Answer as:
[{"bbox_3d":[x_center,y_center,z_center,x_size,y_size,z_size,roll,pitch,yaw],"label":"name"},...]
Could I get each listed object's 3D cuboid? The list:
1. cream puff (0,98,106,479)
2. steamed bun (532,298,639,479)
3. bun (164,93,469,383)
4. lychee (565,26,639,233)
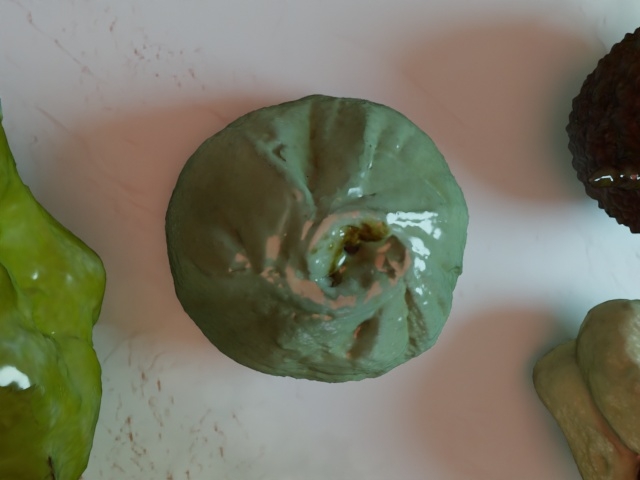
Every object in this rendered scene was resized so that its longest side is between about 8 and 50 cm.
[{"bbox_3d":[-0.296,0.042,0.327,0.378,0.275,0.378,-20,132,-23],"label":"cream puff"},{"bbox_3d":[0.235,0.116,0.493,0.155,0.172,0.141,39,47,12],"label":"steamed bun"},{"bbox_3d":[0.000,0.000,0.441,0.195,0.118,0.196,-1,98,-8],"label":"bun"},{"bbox_3d":[0.243,-0.065,0.458,0.197,0.165,0.165,-35,102,-22],"label":"lychee"}]
